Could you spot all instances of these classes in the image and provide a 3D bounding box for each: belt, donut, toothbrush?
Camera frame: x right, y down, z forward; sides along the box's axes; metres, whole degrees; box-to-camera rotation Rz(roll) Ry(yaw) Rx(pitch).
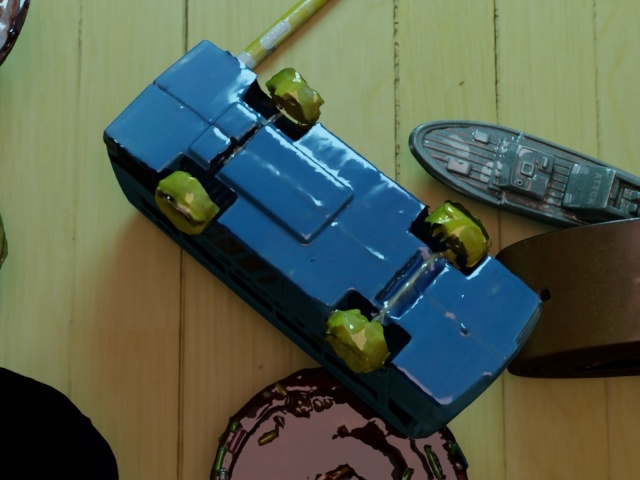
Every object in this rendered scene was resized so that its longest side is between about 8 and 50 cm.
[{"bbox_3d":[0.328,0.055,1.247,0.339,0.217,0.122,-3,75,-5],"label":"belt"},{"bbox_3d":[0.014,0.226,1.236,0.235,0.089,0.235,2,80,-8],"label":"donut"},{"bbox_3d":[0.015,-0.246,1.347,0.288,0.024,0.021,-43,90,-12],"label":"toothbrush"}]

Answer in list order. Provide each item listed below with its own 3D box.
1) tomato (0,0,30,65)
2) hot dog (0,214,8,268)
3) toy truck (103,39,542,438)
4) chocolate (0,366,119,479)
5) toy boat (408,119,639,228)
[{"bbox_3d":[-0.369,-0.207,1.244,0.228,0.112,0.199,13,72,-5],"label":"tomato"},{"bbox_3d":[-0.389,0.038,1.195,0.196,0.122,0.272,41,80,13],"label":"hot dog"},{"bbox_3d":[0.000,0.000,1.190,0.385,0.162,0.161,38,71,16],"label":"toy truck"},{"bbox_3d":[-0.342,0.244,1.107,0.340,0.210,0.225,-19,72,-34],"label":"chocolate"},{"bbox_3d":[0.206,-0.057,1.311,0.261,0.085,0.078,18,79,-5],"label":"toy boat"}]
